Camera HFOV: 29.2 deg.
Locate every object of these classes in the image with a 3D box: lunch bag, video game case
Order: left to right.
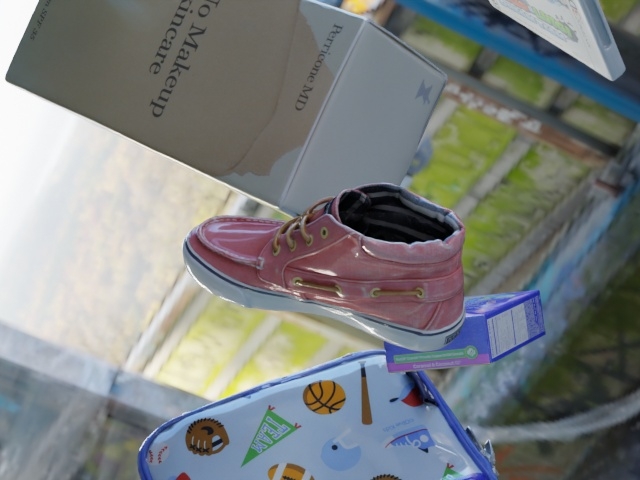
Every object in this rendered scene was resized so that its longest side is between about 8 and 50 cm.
[{"bbox_3d":[0.008,0.233,1.082,0.115,0.303,0.243,90,156,-47],"label":"lunch bag"},{"bbox_3d":[0.166,-0.206,0.975,0.019,0.143,0.157,-43,48,-2],"label":"video game case"}]

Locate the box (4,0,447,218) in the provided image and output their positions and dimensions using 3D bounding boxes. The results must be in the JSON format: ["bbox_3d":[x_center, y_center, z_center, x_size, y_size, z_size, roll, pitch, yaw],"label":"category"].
[{"bbox_3d":[-0.078,-0.120,0.921,0.311,0.121,0.148,24,90,36],"label":"box"}]

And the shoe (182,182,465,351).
[{"bbox_3d":[0.000,0.000,0.704,0.063,0.178,0.081,-54,-27,-43],"label":"shoe"}]

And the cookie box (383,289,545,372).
[{"bbox_3d":[0.113,0.071,0.966,0.092,0.107,0.040,-8,94,34],"label":"cookie box"}]
